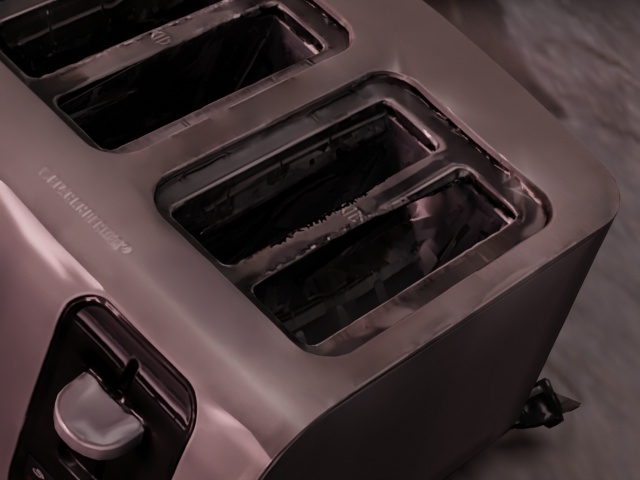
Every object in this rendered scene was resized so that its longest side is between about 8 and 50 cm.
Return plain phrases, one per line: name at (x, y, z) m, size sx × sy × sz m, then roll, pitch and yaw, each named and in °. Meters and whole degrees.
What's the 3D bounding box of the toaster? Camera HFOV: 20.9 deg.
toaster at (-0.026, 0.003, 0.483) m, size 0.185 × 0.110 × 0.168 m, roll -29°, pitch 64°, yaw -38°
